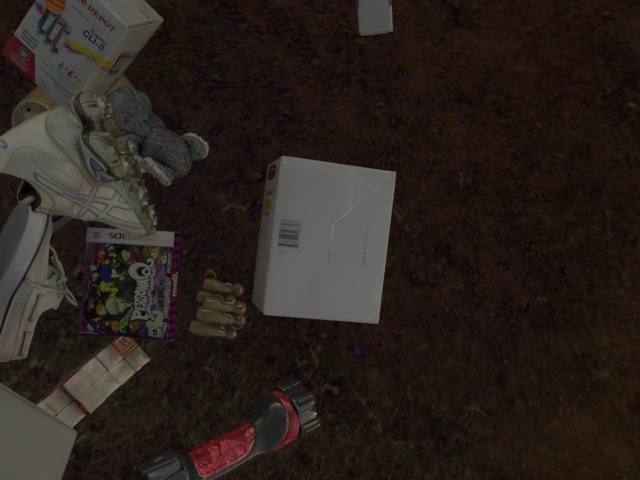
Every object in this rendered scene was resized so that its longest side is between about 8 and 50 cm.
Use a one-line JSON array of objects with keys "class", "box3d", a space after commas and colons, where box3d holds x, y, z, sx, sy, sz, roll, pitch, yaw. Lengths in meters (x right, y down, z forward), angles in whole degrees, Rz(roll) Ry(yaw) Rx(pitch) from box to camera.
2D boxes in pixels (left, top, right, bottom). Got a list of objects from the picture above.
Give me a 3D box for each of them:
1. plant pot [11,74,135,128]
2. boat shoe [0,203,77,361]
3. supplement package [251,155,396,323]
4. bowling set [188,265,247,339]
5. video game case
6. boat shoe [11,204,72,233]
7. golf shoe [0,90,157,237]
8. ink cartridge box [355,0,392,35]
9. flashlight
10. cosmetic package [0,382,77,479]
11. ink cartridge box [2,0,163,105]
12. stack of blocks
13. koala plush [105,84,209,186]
[{"class": "plant pot", "box3d": [-0.636, -0.314, 1.527, 0.257, 0.274, 0.256, 5, 111, 12]}, {"class": "boat shoe", "box3d": [-0.544, 0.092, 1.152, 0.157, 0.136, 0.367, 12, 115, -39]}, {"class": "supplement package", "box3d": [0.000, 0.000, 1.058, 0.204, 0.145, 0.261, 7, 90, -14]}, {"class": "bowling set", "box3d": [-0.295, 0.174, 1.850, 0.154, 0.199, 0.287, 14, 153, -18]}, {"class": "video game case", "box3d": [-0.405, 0.090, 1.285, 0.210, 0.042, 0.231, 4, 89, 14]}, {"class": "boat shoe", "box3d": [-0.537, -0.096, 1.273, 0.268, 0.096, 0.088, -33, 64, 9]}, {"class": "golf shoe", "box3d": [-0.174, -0.044, 0.443, 0.086, 0.176, 0.069, -18, 70, -7]}, {"class": "ink cartridge box", "box3d": [0.117, -0.581, 1.369, 0.082, 0.190, 0.139, -3, 139, 6]}, {"class": "flashlight", "box3d": [-0.144, 0.323, 0.965, 0.103, 0.304, 0.103, -46, 66, 50]}, {"class": "cosmetic package", "box3d": [-0.666, 0.445, 0.942, 0.330, 0.393, 0.327, -30, 123, 20]}, {"class": "ink cartridge box", "box3d": [-0.356, -0.312, 0.913, 0.128, 0.127, 0.176, 43, 115, -10]}, {"class": "stack of blocks", "box3d": [-0.538, 0.340, 1.329, 0.087, 0.297, 0.171, 52, 144, -8]}, {"class": "koala plush", "box3d": [-0.376, -0.208, 1.323, 0.221, 0.196, 0.203, 32, 132, 13]}]
